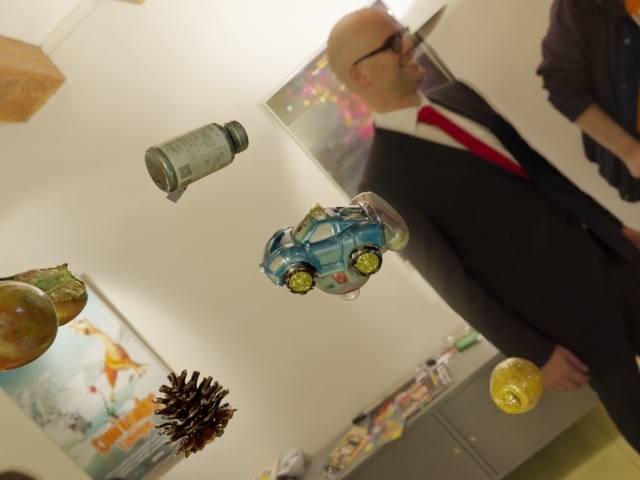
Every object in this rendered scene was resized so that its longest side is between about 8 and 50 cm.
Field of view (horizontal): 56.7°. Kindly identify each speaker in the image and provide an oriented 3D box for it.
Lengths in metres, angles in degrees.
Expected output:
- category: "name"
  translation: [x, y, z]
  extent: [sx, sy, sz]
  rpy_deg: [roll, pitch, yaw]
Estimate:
- category: "speaker"
  translation: [-0.527, -0.205, 2.233]
  extent: [0.082, 0.044, 0.218]
  rpy_deg: [-63, 16, -20]

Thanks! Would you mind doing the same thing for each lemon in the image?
- category: "lemon"
  translation: [0.619, 0.458, 1.876]
  extent: [0.170, 0.170, 0.207]
  rpy_deg: [-40, -10, 24]

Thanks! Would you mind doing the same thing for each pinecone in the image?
- category: "pinecone"
  translation: [-0.405, 0.524, 1.851]
  extent: [0.264, 0.264, 0.264]
  rpy_deg: [-42, 5, 4]

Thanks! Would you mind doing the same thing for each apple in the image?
- category: "apple"
  translation: [-0.842, 0.229, 1.603]
  extent: [0.246, 0.246, 0.226]
  rpy_deg: [-39, -16, 32]

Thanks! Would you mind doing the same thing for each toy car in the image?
- category: "toy car"
  translation: [0.000, 0.000, 1.405]
  extent: [0.314, 0.166, 0.198]
  rpy_deg: [-15, 25, -2]

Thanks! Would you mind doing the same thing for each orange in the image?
- category: "orange"
  translation: [-1.010, 0.207, 2.144]
  extent: [0.262, 0.334, 0.196]
  rpy_deg: [-10, -56, -62]

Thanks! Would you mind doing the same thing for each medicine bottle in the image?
- category: "medicine bottle"
  translation: [-0.350, -0.255, 1.722]
  extent: [0.293, 0.141, 0.141]
  rpy_deg: [-32, -1, -31]

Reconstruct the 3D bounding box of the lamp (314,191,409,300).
- category: "lamp"
  translation: [0.080, 0.004, 1.661]
  extent: [0.301, 0.247, 0.247]
  rpy_deg: [-47, 25, 20]
